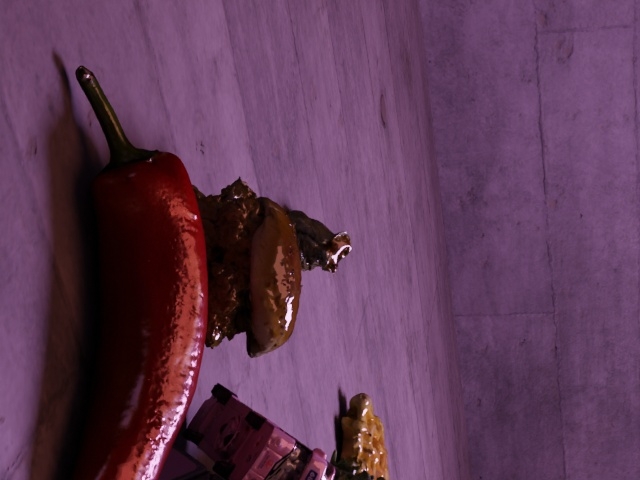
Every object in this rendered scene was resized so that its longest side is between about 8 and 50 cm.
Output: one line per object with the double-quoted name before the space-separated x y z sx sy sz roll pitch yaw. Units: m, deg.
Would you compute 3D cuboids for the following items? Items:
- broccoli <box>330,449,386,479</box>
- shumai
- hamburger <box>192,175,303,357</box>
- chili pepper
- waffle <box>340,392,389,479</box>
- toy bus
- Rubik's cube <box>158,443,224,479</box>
"broccoli" 0.035 0.411 1.146 0.249 0.302 0.375 -14 110 -37
"shumai" 0.000 0.000 1.456 0.082 0.080 0.083 -63 146 -68
"hamburger" -0.076 0.020 1.022 0.159 0.131 0.185 74 14 -55
"chili pepper" -0.138 0.062 0.853 0.137 0.092 0.368 29 57 -62
"waffle" 0.064 0.390 1.709 0.281 0.058 0.300 60 29 -64
"toy bus" -0.056 0.179 0.990 0.063 0.090 0.203 -56 -164 -8
"Rubik's cube" -0.088 0.229 0.943 0.211 0.190 0.178 3 67 -81
